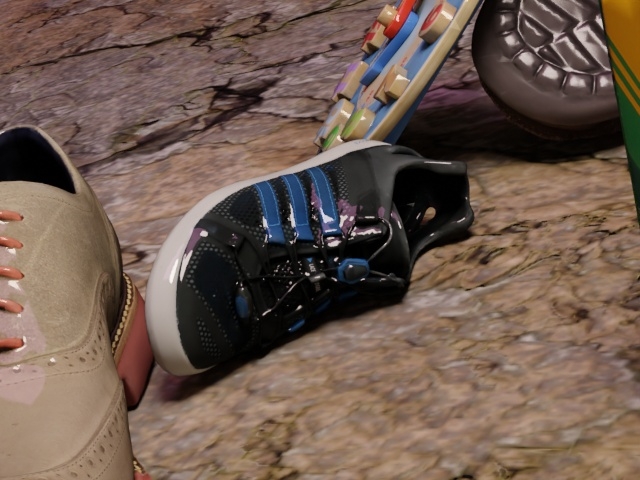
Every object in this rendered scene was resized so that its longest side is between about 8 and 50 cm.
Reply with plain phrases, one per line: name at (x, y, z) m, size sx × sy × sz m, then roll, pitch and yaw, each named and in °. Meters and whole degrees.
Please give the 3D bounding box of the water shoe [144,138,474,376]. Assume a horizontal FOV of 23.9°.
water shoe at (0.000, 0.000, 0.717) m, size 0.080 × 0.073 × 0.203 m, roll 5°, pitch 28°, yaw 37°

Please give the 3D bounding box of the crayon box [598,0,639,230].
crayon box at (0.241, -0.024, 0.482) m, size 0.278 × 0.165 × 0.081 m, roll 2°, pitch 26°, yaw 38°

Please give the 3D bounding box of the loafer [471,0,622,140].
loafer at (0.229, -0.156, 0.937) m, size 0.366 × 0.130 × 0.134 m, roll -34°, pitch 72°, yaw -29°

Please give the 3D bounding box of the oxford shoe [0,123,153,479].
oxford shoe at (-0.138, 0.051, 0.595) m, size 0.123 × 0.130 × 0.348 m, roll -15°, pitch 21°, yaw -1°

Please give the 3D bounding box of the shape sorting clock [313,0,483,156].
shape sorting clock at (0.052, -0.122, 0.885) m, size 0.206 × 0.040 × 0.206 m, roll -57°, pitch 7°, yaw 11°
